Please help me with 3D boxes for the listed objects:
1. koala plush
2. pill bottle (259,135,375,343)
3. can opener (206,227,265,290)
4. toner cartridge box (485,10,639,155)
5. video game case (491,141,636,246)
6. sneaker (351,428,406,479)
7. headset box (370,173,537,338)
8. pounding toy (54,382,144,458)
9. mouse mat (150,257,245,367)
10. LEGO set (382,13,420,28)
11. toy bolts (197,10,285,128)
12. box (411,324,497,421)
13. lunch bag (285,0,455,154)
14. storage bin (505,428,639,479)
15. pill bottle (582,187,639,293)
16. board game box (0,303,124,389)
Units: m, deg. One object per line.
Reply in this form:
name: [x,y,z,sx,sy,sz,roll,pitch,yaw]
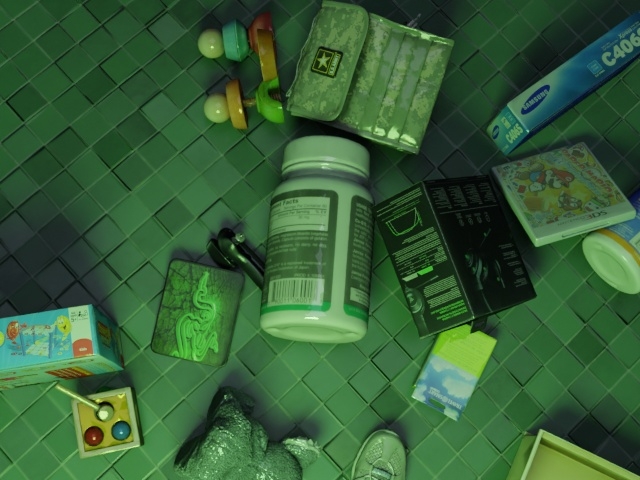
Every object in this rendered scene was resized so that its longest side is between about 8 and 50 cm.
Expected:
koala plush: [-0.125,0.402,1.620,0.221,0.203,0.196,34,78,-10]
pill bottle: [0.000,0.000,1.683,0.204,0.204,0.361,6,73,-3]
can opener: [-0.137,0.048,1.752,0.186,0.073,0.059,41,40,1]
toner cartridge box: [0.509,-0.317,1.814,0.347,0.165,0.075,-36,83,-11]
video game case: [0.477,-0.097,1.771,0.206,0.026,0.227,-16,45,-4]
sneaker: [0.100,0.490,1.645,0.105,0.115,0.281,17,78,-1]
headset box: [0.259,0.033,1.680,0.246,0.131,0.283,-11,77,-50]
pounding toy: [-0.406,0.323,1.645,0.130,0.100,0.141,-11,80,-7]
mouse mat: [-0.237,0.140,1.725,0.152,0.007,0.190,12,89,0]
LEGO set: [0.120,-0.375,1.847,0.182,0.060,0.244,-3,83,-6]
toy bolts: [-0.166,-0.356,1.761,0.158,0.218,0.229,-8,61,0]
box: [0.258,0.250,1.743,0.109,0.042,0.178,28,78,2]
lunch bag: [0.091,-0.322,1.753,0.286,0.169,0.235,19,96,1]
storage bin: [0.461,0.528,1.664,0.260,0.123,0.262,25,78,1]
pill bottle: [0.669,-0.033,1.777,0.272,0.152,0.152,-40,84,-11]
board game box: [-0.518,0.197,1.556,0.301,0.308,0.086,-9,78,-7]
